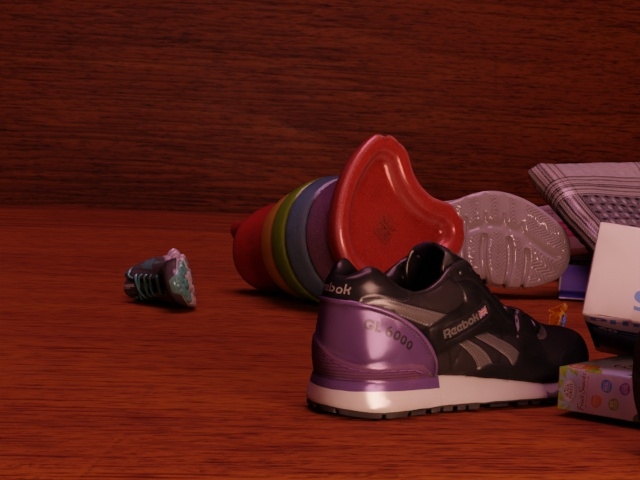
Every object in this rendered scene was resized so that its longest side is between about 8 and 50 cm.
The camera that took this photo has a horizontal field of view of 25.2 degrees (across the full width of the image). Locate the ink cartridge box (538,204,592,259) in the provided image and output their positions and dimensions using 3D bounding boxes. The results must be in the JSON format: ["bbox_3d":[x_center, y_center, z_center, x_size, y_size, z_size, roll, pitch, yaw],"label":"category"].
[{"bbox_3d":[0.438,-0.005,2.126,0.193,0.088,0.234,8,-7,-27],"label":"ink cartridge box"}]

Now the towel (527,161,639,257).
[{"bbox_3d":[0.478,-0.012,1.883,0.324,0.056,0.312,2,33,-24],"label":"towel"}]

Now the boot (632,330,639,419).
[{"bbox_3d":[0.421,0.096,0.887,0.284,0.138,0.377,-1,0,-36],"label":"boot"}]

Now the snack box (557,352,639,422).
[{"bbox_3d":[0.260,0.114,1.109,0.100,0.037,0.141,4,3,36],"label":"snack box"}]

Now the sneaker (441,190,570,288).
[{"bbox_3d":[0.160,0.001,1.905,0.321,0.125,0.180,9,-8,-11],"label":"sneaker"}]

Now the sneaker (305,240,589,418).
[{"bbox_3d":[0.116,0.063,1.124,0.283,0.124,0.107,-1,6,-42],"label":"sneaker"}]

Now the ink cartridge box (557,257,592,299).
[{"bbox_3d":[0.425,0.055,1.929,0.206,0.045,0.208,4,6,9],"label":"ink cartridge box"}]

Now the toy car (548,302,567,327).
[{"bbox_3d":[0.308,0.094,1.540,0.122,0.060,0.041,-14,40,32],"label":"toy car"}]

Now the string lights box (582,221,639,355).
[{"bbox_3d":[0.293,0.056,1.181,0.133,0.077,0.259,11,-8,14],"label":"string lights box"}]

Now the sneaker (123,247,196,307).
[{"bbox_3d":[-0.185,0.051,1.629,0.076,0.065,0.166,-15,5,-11],"label":"sneaker"}]

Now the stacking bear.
[{"bbox_3d":[0.000,0.000,1.708,0.289,0.175,0.164,-10,36,55],"label":"stacking bear"}]
